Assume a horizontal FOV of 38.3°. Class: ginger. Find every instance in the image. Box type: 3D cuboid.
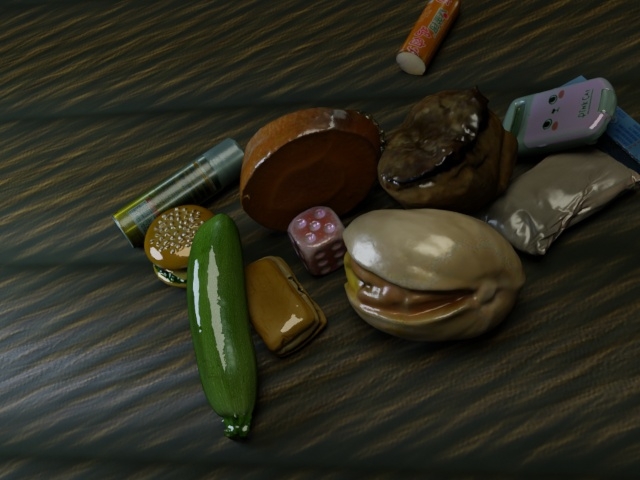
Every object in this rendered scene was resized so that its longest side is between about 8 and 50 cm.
[{"bbox_3d":[0.217,-0.130,1.618,0.200,0.223,0.269,1,50,37],"label":"ginger"}]

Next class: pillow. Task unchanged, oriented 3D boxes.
[{"bbox_3d":[0.417,-0.074,1.640,0.270,0.067,0.173,-36,49,-12],"label":"pillow"}]

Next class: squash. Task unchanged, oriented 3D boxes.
[{"bbox_3d":[-0.169,0.139,1.570,0.107,0.107,0.395,-11,73,7],"label":"squash"}]

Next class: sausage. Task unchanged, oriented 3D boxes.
[{"bbox_3d":[0.238,-0.455,1.955,0.071,0.071,0.234,17,61,24],"label":"sausage"}]

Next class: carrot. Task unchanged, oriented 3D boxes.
[{"bbox_3d":[-0.016,-0.127,1.647,0.258,0.307,0.100,1,62,-22],"label":"carrot"}]

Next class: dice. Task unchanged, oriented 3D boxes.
[{"bbox_3d":[0.000,0.000,1.676,0.094,0.093,0.091,-28,53,-6],"label":"dice"}]

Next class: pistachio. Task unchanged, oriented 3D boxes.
[{"bbox_3d":[0.181,0.052,1.529,0.308,0.230,0.230,7,57,26],"label":"pistachio"}]

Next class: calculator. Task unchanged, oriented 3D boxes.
[{"bbox_3d":[0.431,-0.222,1.704,0.246,0.045,0.141,-8,51,44],"label":"calculator"}]

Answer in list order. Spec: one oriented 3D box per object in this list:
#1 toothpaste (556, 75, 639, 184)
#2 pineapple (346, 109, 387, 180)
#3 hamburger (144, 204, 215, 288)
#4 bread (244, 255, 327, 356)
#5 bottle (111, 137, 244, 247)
[{"bbox_3d":[0.543,-0.203,1.710,0.066,0.053,0.272,-28,52,-11],"label":"toothpaste"},{"bbox_3d":[0.101,-0.161,1.771,0.108,0.108,0.198,-35,66,-11],"label":"pineapple"},{"bbox_3d":[-0.246,0.010,1.719,0.162,0.115,0.162,-7,52,9],"label":"hamburger"},{"bbox_3d":[-0.082,0.108,1.638,0.116,0.077,0.200,-37,54,-3],"label":"bread"},{"bbox_3d":[-0.272,-0.097,1.823,0.286,0.082,0.082,-35,54,-11],"label":"bottle"}]
